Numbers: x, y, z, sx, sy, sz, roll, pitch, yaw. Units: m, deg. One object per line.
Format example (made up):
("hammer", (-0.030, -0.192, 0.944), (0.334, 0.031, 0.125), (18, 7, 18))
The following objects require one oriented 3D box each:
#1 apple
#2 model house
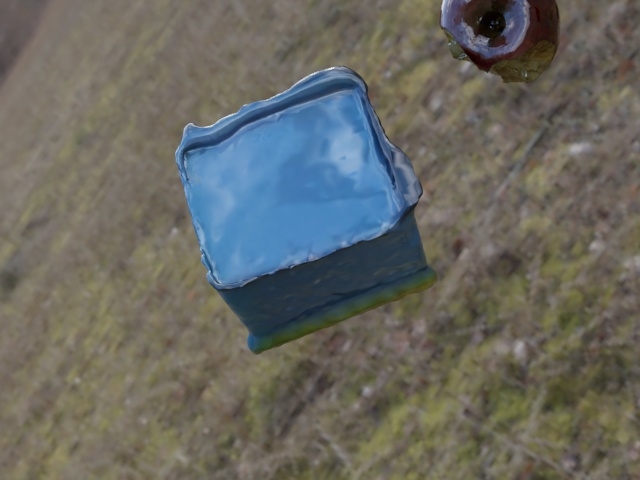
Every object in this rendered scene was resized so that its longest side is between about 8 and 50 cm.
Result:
("apple", (0.236, -0.282, 1.710), (0.158, 0.156, 0.147), (0, -84, -72))
("model house", (0.000, 0.000, 1.480), (0.237, 0.303, 0.215), (-22, 55, 1))
